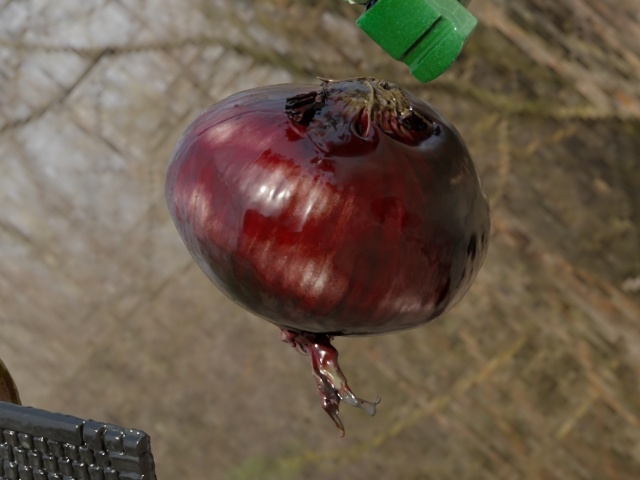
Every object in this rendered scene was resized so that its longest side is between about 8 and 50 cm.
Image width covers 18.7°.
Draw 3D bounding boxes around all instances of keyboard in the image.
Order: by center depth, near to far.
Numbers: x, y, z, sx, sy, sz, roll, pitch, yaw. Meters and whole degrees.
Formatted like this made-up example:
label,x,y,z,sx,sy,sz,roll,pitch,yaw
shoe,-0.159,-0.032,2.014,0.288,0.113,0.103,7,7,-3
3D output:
label,x,y,z,sx,sy,sz,roll,pitch,yaw
keyboard,-0.154,0.098,0.885,0.018,0.195,0.060,-39,-51,-50

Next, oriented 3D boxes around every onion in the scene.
label,x,y,z,sx,sy,sz,roll,pitch,yaw
onion,0.000,0.000,1.552,0.273,0.273,0.285,-49,-26,-70

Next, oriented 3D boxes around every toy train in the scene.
label,x,y,z,sx,sy,sz,roll,pitch,yaw
toy train,0.071,-0.182,1.210,0.071,0.104,0.178,-44,6,42

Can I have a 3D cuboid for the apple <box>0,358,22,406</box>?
label,x,y,z,sx,sy,sz,roll,pitch,yaw
apple,-0.278,0.123,1.145,0.211,0.188,0.211,-53,20,28
